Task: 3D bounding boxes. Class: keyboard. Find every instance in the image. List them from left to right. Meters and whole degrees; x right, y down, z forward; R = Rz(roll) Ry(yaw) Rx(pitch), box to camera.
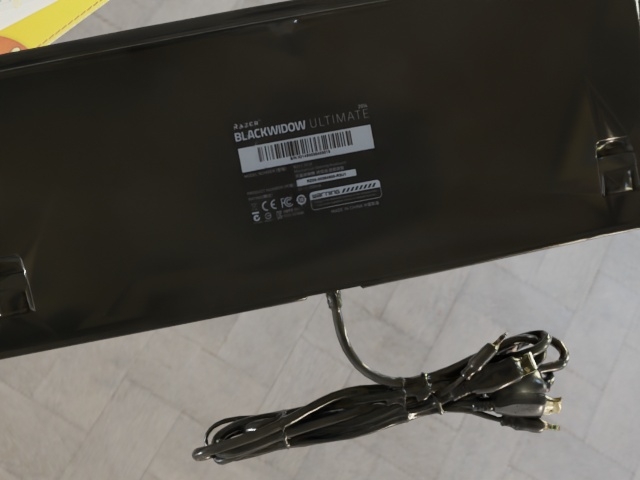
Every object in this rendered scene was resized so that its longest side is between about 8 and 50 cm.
[{"bbox_3d":[0.000,0.000,0.414,0.317,0.033,0.202,-11,94,-5],"label":"keyboard"}]

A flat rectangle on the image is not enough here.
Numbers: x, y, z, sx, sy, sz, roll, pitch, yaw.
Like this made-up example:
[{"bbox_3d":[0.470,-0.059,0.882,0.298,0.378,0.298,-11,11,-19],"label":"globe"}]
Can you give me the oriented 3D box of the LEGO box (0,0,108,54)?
[{"bbox_3d":[-0.153,-0.382,0.583,0.500,0.193,0.372,-40,69,-12],"label":"LEGO box"}]
